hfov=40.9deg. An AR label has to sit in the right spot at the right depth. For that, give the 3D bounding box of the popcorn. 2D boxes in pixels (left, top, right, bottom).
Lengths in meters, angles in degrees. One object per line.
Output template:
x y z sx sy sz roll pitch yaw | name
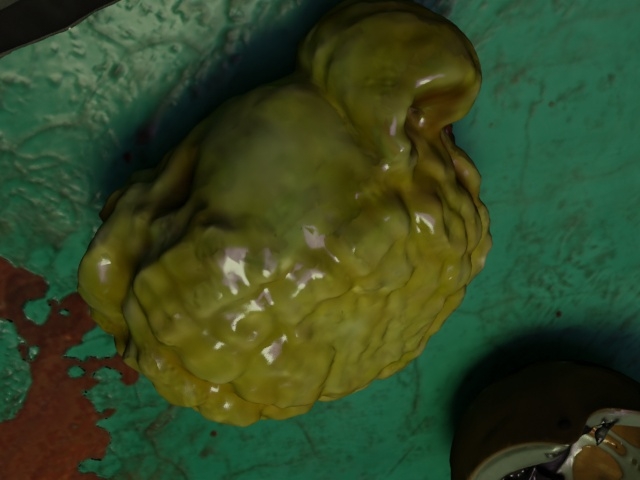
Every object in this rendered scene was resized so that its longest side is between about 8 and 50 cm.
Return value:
0.000 0.000 0.560 0.286 0.174 0.225 -42 136 2 | popcorn

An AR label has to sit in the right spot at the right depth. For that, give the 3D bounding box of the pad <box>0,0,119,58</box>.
-0.235 -0.148 0.469 0.233 0.022 0.174 -25 144 3 | pad

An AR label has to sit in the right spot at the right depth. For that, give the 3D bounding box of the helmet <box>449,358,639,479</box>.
0.204 0.179 0.728 0.224 0.130 0.198 8 124 -27 | helmet
